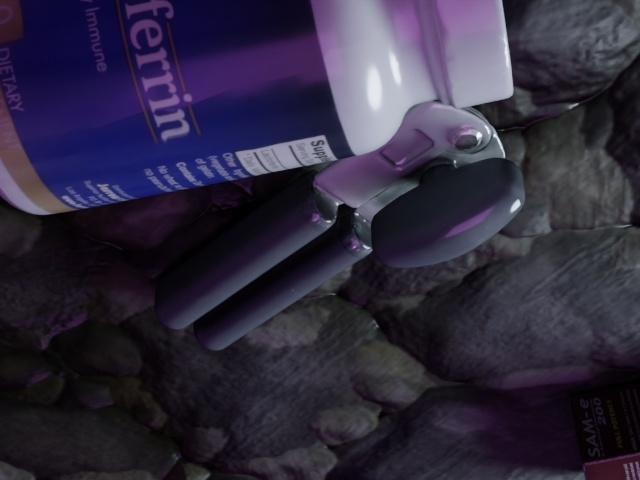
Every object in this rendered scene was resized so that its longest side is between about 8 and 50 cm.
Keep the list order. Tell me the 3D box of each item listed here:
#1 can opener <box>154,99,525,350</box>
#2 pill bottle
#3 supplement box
[{"bbox_3d":[0.000,0.000,0.750,0.280,0.093,0.074,-30,130,32],"label":"can opener"},{"bbox_3d":[-0.042,-0.108,0.588,0.265,0.153,0.153,-11,135,8],"label":"pill bottle"},{"bbox_3d":[0.332,0.165,0.930,0.240,0.073,0.130,-13,133,11],"label":"supplement box"}]
